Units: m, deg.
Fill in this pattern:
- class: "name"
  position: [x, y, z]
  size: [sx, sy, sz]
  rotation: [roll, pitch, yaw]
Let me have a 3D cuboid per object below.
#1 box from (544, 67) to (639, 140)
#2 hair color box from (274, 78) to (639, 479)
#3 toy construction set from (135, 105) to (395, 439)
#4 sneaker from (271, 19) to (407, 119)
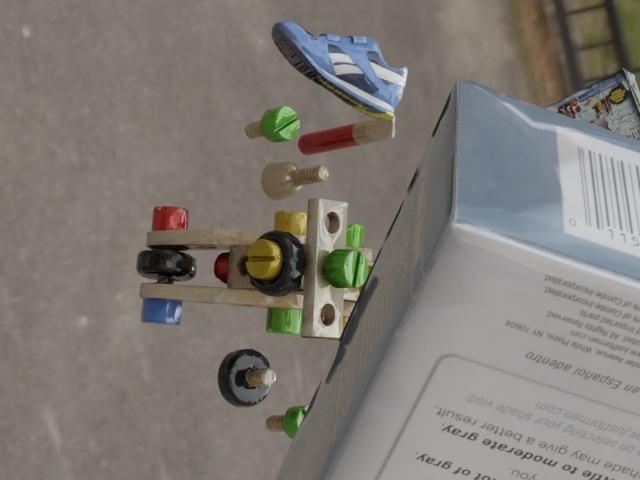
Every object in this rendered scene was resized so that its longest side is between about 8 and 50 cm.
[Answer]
- class: "box"
  position: [0.229, -0.080, 1.354]
  size: [0.027, 0.137, 0.094]
  rotation: [16, 52, -56]
- class: "hair color box"
  position: [0.080, 0.126, 0.723]
  size: [0.113, 0.185, 0.374]
  rotation: [-81, -169, -53]
- class: "toy construction set"
  position: [0.000, 0.000, 1.461]
  size: [0.257, 0.237, 0.309]
  rotation: [38, 61, -32]
- class: "sneaker"
  position: [0.019, -0.171, 1.436]
  size: [0.144, 0.053, 0.059]
  rotation: [32, 83, -17]
